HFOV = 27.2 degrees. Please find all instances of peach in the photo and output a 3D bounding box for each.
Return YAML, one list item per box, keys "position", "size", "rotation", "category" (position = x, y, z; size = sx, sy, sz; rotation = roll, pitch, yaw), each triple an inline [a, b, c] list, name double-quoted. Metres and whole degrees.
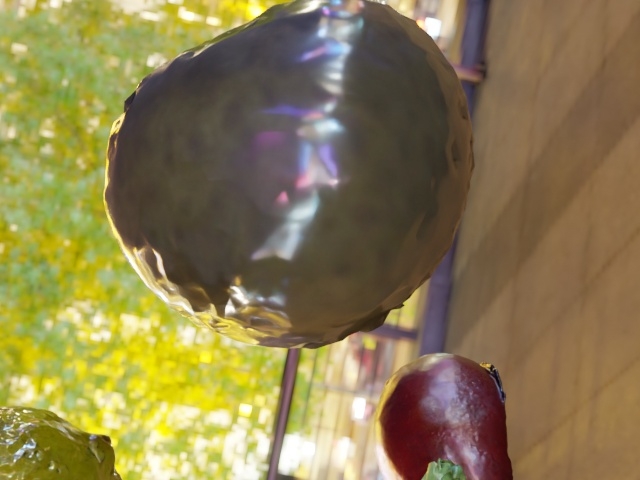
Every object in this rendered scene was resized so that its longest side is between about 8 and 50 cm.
- position: [0.186, 0.344, 2.093]
  size: [0.257, 0.201, 0.361]
  rotation: [96, 168, -45]
  category: "peach"

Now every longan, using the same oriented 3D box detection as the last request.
- position: [-0.026, -0.071, 1.531]
  size: [0.404, 0.436, 0.404]
  rotation: [159, 90, -87]
  category: "longan"

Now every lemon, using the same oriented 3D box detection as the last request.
- position: [-0.352, 0.320, 1.432]
  size: [0.322, 0.268, 0.268]
  rotation: [-34, 16, 10]
  category: "lemon"

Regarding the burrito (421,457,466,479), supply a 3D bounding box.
- position: [0.167, 0.428, 1.854]
  size: [0.054, 0.104, 0.288]
  rotation: [35, 123, 51]
  category: "burrito"
